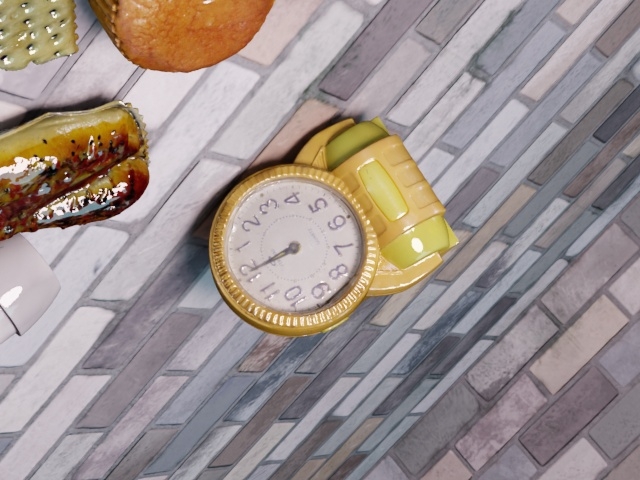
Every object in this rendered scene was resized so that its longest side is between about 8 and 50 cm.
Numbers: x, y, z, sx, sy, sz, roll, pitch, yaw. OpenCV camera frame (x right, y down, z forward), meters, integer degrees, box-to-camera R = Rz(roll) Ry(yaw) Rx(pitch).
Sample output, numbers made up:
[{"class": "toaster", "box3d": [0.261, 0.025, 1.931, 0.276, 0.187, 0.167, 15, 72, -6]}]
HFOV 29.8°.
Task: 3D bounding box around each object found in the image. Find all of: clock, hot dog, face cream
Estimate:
[{"class": "clock", "box3d": [0.000, 0.000, 1.641, 0.317, 0.244, 0.200, -31, 169, -13]}, {"class": "hot dog", "box3d": [-0.296, -0.067, 1.293, 0.270, 0.082, 0.162, -20, 147, -35]}, {"class": "face cream", "box3d": [-0.361, 0.052, 1.353, 0.104, 0.117, 0.117, -42, 156, -19]}]

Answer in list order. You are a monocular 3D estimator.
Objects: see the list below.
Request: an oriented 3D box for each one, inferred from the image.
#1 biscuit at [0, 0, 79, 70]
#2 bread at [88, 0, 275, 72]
[{"class": "biscuit", "box3d": [-0.292, -0.227, 1.114, 0.144, 0.016, 0.203, -28, 151, -26]}, {"class": "bread", "box3d": [-0.133, -0.251, 1.176, 0.199, 0.104, 0.199, -25, 153, -14]}]
